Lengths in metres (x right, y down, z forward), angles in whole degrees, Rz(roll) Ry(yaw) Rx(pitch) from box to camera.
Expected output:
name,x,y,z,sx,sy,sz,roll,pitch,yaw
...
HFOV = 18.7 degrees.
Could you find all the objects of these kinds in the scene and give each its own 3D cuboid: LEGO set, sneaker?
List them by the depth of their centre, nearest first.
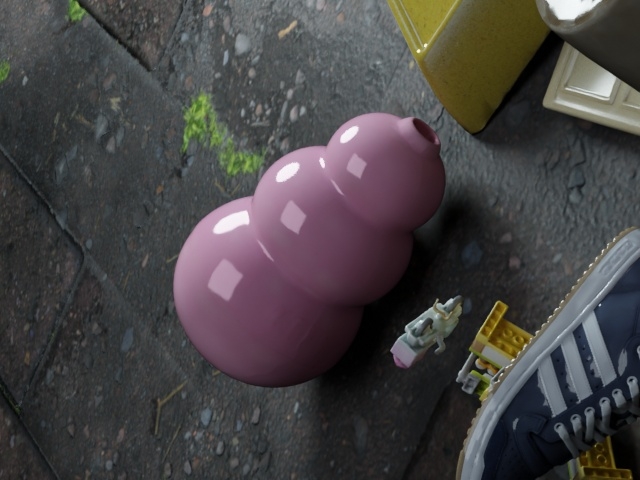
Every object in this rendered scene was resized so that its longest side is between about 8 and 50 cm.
name,x,y,z,sx,sy,sz,roll,pitch,yaw
sneaker,0.242,0.132,1.603,0.153,0.099,0.282,32,79,30
LEGO set,0.190,0.173,1.745,0.287,0.132,0.107,49,144,20

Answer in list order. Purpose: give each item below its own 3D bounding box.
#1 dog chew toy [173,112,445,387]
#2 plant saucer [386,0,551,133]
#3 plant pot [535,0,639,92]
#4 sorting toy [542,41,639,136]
name,x,y,z,sx,sy,sz,roll,pitch,yaw
dog chew toy,0.000,0.000,2.005,0.332,0.206,0.207,-45,43,24
plant saucer,0.143,-0.335,1.957,0.333,0.081,0.333,-57,43,39
plant pot,0.327,-0.208,1.487,0.323,0.280,0.323,-166,90,-69
sorting toy,0.324,-0.245,1.775,0.229,0.041,0.307,25,96,59
